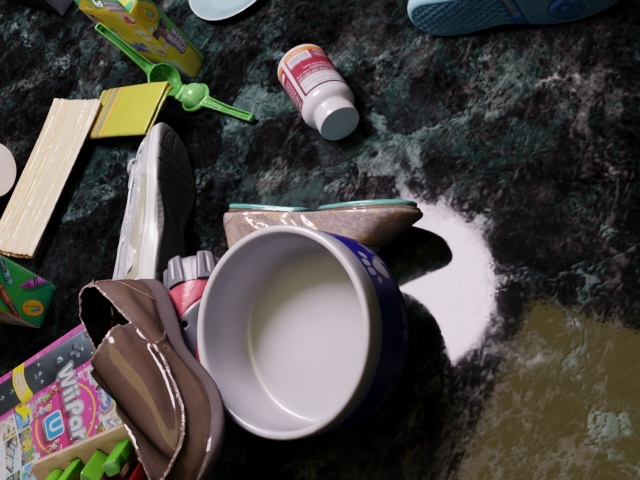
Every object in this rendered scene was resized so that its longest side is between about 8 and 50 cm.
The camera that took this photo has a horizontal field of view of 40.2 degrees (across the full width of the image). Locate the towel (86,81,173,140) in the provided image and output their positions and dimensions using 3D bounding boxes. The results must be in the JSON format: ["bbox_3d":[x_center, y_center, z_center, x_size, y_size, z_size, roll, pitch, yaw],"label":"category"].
[{"bbox_3d":[-0.339,-0.222,1.524,0.237,0.021,0.102,5,70,50],"label":"towel"}]

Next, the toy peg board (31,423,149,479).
[{"bbox_3d":[-0.282,0.343,1.136,0.161,0.079,0.160,-24,99,10],"label":"toy peg board"}]

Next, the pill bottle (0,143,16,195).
[{"bbox_3d":[-0.695,-0.131,1.640,0.246,0.136,0.136,2,66,30],"label":"pill bottle"}]

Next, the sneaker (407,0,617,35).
[{"bbox_3d":[0.286,-0.421,1.262,0.319,0.127,0.208,1,67,28],"label":"sneaker"}]

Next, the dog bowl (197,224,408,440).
[{"bbox_3d":[-0.025,0.116,1.111,0.265,0.104,0.265,-4,83,34],"label":"dog bowl"}]

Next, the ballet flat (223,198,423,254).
[{"bbox_3d":[0.000,0.000,1.228,0.316,0.107,0.106,0,85,34],"label":"ballet flat"}]

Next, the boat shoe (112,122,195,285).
[{"bbox_3d":[-0.270,-0.037,1.373,0.103,0.118,0.320,-9,68,20],"label":"boat shoe"}]

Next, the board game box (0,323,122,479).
[{"bbox_3d":[-0.375,0.270,1.280,0.303,0.097,0.224,-32,55,10],"label":"board game box"}]

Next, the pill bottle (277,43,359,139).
[{"bbox_3d":[-0.001,-0.225,1.341,0.086,0.086,0.152,-35,54,8],"label":"pill bottle"}]

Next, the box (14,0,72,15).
[{"bbox_3d":[-0.554,-0.620,1.842,0.184,0.103,0.261,22,77,38],"label":"box"}]

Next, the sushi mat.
[{"bbox_3d":[-0.501,-0.118,1.584,0.151,0.019,0.316,6,70,39],"label":"sushi mat"}]

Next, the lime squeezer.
[{"bbox_3d":[-0.238,-0.271,1.493,0.310,0.110,0.059,32,63,7],"label":"lime squeezer"}]

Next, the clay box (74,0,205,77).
[{"bbox_3d":[-0.311,-0.365,1.499,0.127,0.222,0.053,15,73,33],"label":"clay box"}]

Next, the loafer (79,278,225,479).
[{"bbox_3d":[-0.235,0.179,1.112,0.134,0.130,0.366,-60,39,19],"label":"loafer"}]

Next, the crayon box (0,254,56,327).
[{"bbox_3d":[-0.608,0.069,1.469,0.278,0.165,0.081,4,67,30],"label":"crayon box"}]

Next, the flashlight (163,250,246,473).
[{"bbox_3d":[-0.157,0.168,1.219,0.103,0.103,0.304,-27,59,25],"label":"flashlight"}]

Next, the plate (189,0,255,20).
[{"bbox_3d":[-0.156,-0.474,1.596,0.188,0.024,0.188,-13,60,24],"label":"plate"}]
